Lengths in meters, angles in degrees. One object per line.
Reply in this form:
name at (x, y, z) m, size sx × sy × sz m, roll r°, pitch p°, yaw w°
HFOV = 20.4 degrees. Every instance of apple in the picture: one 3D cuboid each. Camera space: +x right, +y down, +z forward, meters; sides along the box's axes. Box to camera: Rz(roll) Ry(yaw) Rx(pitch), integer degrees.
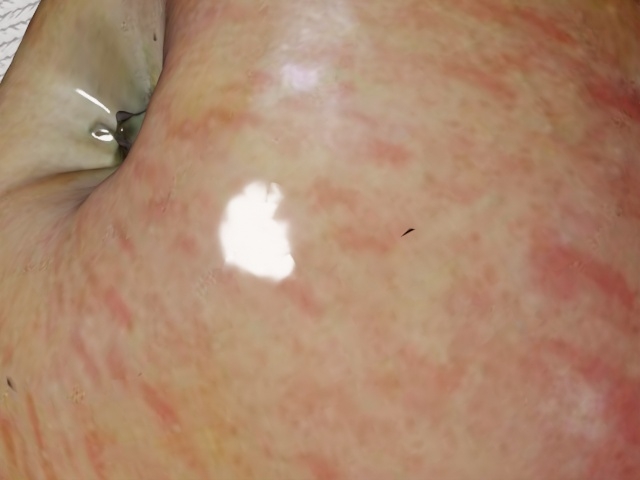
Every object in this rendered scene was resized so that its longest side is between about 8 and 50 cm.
apple at (0.000, 0.000, 0.655) m, size 0.344 × 0.269 × 0.345 m, roll -18°, pitch 45°, yaw 19°
